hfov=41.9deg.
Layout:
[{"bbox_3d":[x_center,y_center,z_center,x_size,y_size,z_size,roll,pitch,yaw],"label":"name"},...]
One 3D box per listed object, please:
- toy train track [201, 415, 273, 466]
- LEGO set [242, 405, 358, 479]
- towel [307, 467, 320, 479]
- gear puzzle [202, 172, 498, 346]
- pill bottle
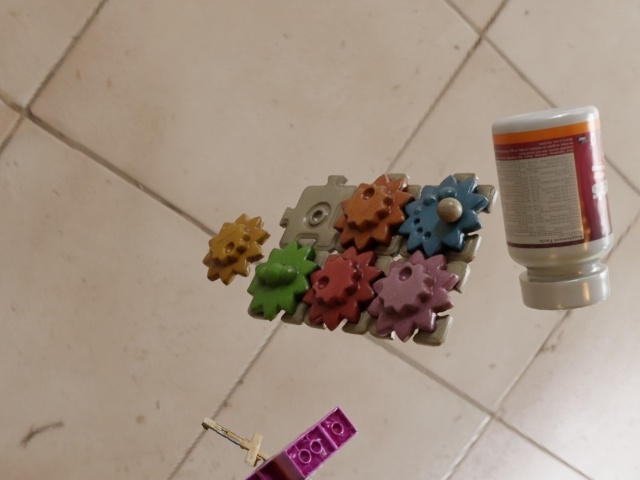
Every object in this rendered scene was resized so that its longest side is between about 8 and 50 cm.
[{"bbox_3d":[-0.086,0.207,0.851,0.083,0.048,0.014,33,116,-7],"label":"toy train track"},{"bbox_3d":[-0.057,0.193,0.424,0.227,0.093,0.087,-31,79,-42],"label":"LEGO set"},{"bbox_3d":[-0.109,0.355,1.038,0.271,0.370,0.040,-34,75,-17],"label":"towel"},{"bbox_3d":[0.000,0.000,0.810,0.044,0.339,0.175,42,63,-39],"label":"gear puzzle"},{"bbox_3d":[0.271,-0.039,0.968,0.121,0.121,0.221,-13,99,-20],"label":"pill bottle"}]
